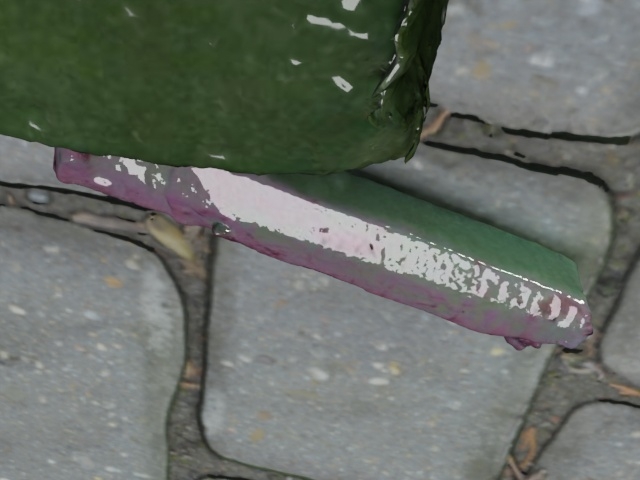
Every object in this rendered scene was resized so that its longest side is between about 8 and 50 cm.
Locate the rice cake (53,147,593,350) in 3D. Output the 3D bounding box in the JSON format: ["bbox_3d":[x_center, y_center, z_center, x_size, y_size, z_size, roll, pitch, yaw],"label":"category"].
[{"bbox_3d":[0.000,-0.002,0.687,0.290,0.051,0.081,21,141,-9],"label":"rice cake"}]

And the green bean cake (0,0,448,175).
[{"bbox_3d":[-0.047,-0.138,0.476,0.222,0.125,0.227,10,140,7],"label":"green bean cake"}]
